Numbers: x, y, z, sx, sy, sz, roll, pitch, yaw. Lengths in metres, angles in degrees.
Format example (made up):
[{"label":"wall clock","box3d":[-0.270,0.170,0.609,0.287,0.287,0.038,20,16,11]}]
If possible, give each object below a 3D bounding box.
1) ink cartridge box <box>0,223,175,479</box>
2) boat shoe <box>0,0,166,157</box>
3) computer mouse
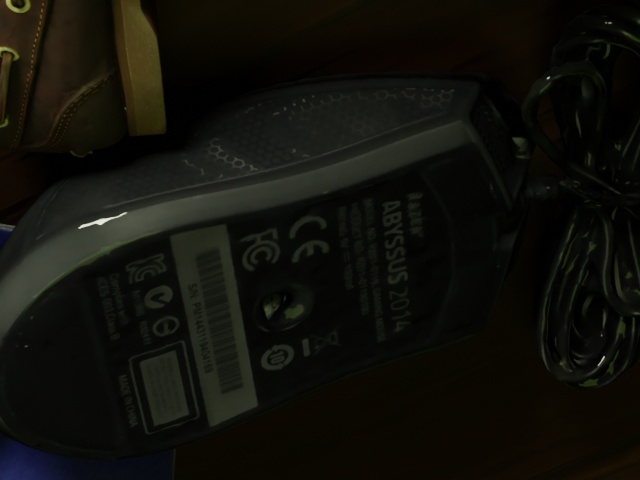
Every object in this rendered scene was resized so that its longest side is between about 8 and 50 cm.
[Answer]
[{"label":"ink cartridge box","box3d":[-0.177,0.141,0.720,0.175,0.069,0.371,10,129,-20]},{"label":"boat shoe","box3d":[-0.085,-0.102,0.484,0.073,0.073,0.207,-6,135,-8]},{"label":"computer mouse","box3d":[0.000,0.000,0.615,0.272,0.072,0.188,-14,135,-15]}]
